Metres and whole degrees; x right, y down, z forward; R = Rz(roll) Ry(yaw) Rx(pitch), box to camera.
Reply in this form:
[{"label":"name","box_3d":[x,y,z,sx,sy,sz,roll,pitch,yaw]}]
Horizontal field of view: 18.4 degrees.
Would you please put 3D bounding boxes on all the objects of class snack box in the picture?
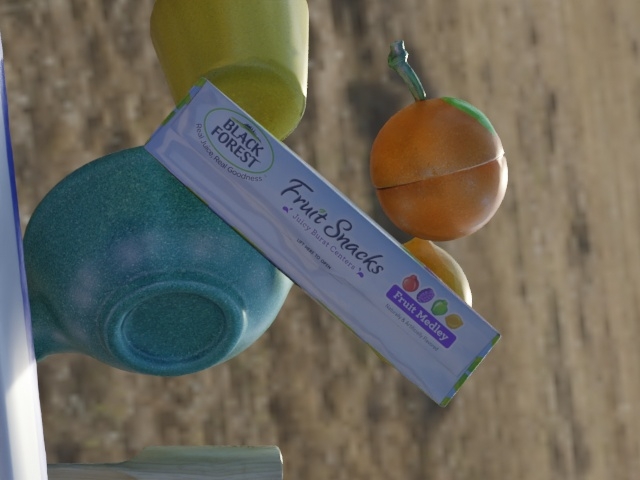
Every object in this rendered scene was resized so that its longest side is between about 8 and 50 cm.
[{"label":"snack box","box_3d":[0.000,0.000,0.740,0.141,0.037,0.100,41,-1,-1]}]

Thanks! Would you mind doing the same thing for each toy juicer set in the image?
[{"label":"toy juicer set","box_3d":[-0.041,0.022,0.945,0.329,0.209,0.089,-53,-148,34]}]

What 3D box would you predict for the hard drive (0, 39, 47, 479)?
[{"label":"hard drive","box_3d":[-0.197,0.017,0.637,0.040,0.210,0.319,-47,135,-70]}]
